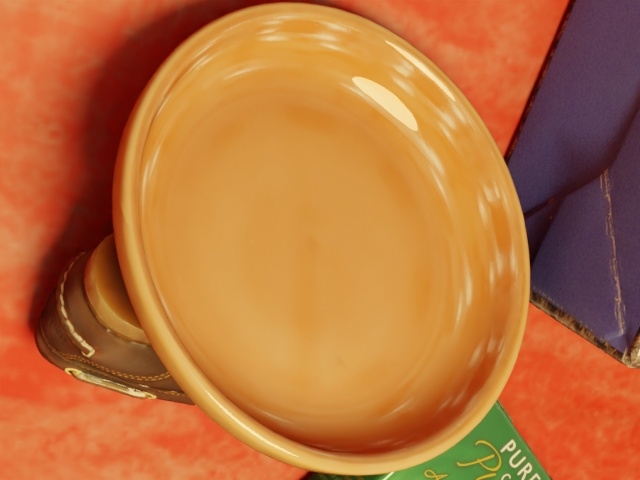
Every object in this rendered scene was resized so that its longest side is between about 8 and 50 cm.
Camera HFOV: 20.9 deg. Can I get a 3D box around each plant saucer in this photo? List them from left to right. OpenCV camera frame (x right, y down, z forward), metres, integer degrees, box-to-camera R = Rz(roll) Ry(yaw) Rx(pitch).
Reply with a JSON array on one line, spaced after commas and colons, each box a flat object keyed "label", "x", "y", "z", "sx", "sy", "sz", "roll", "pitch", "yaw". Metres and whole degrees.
[{"label": "plant saucer", "x": 0.000, "y": 0.000, "z": 0.721, "sx": 0.200, "sy": 0.037, "sz": 0.200, "roll": 11, "pitch": 69, "yaw": -32}]

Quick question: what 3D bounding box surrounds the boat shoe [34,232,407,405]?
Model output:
[{"label": "boat shoe", "x": -0.023, "y": 0.041, "z": 0.764, "sx": 0.207, "sy": 0.073, "sz": 0.073, "roll": 14, "pitch": 143, "yaw": -28}]

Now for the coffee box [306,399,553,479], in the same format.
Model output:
[{"label": "coffee box", "x": 0.029, "y": 0.156, "z": 0.849, "sx": 0.184, "sy": 0.040, "sz": 0.113, "roll": -42, "pitch": 124, "yaw": -6}]

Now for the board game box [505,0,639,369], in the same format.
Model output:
[{"label": "board game box", "x": 0.257, "y": -0.040, "z": 0.825, "sx": 0.291, "sy": 0.141, "sz": 0.232, "roll": 15, "pitch": 103, "yaw": -31}]
